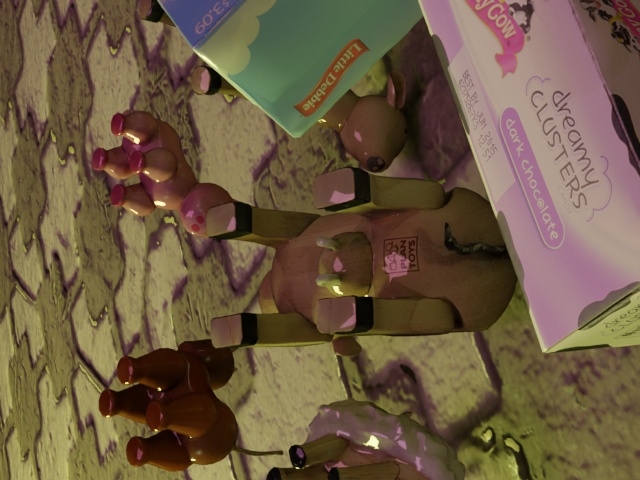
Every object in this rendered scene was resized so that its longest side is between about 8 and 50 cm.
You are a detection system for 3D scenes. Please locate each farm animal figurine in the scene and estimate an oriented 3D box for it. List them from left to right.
[{"bbox_3d":[0.000,0.000,0.736,0.326,0.172,0.331,13,96,48],"label":"farm animal figurine"}]

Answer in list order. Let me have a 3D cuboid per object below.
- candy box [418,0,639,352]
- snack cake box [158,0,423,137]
[{"bbox_3d":[0.146,-0.053,0.410,0.070,0.196,0.165,-48,51,52],"label":"candy box"},{"bbox_3d":[0.027,-0.201,0.596,0.264,0.089,0.152,-44,43,8],"label":"snack cake box"}]
